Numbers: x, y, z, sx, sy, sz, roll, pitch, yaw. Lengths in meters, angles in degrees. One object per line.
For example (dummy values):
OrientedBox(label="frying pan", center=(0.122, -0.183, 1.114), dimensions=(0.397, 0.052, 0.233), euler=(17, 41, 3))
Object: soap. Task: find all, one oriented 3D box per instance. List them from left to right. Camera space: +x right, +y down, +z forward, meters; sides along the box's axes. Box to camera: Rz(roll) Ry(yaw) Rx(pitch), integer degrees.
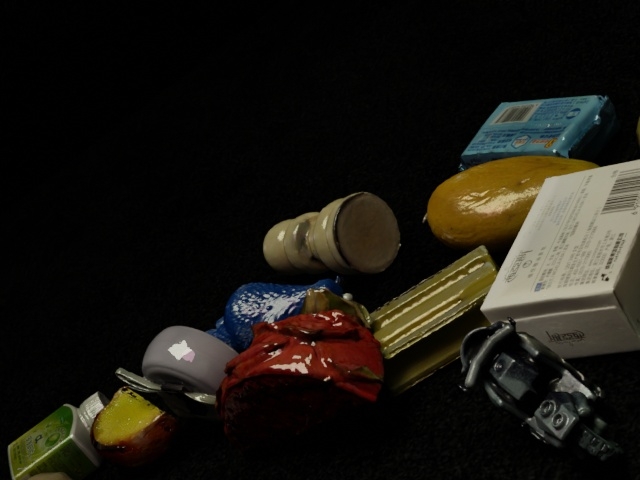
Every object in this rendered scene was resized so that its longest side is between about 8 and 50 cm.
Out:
OrientedBox(label="soap", center=(0.168, 0.116, 1.892), dimensions=(0.233, 0.076, 0.135), euler=(-31, 25, 11))
OrientedBox(label="soap", center=(0.353, -0.163, 2.154), dimensions=(0.156, 0.077, 0.293), euler=(-48, 27, -23))

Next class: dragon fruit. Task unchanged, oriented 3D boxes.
OrientedBox(label="dragon fruit", center=(-0.046, 0.159, 1.891), dimensions=(0.317, 0.152, 0.205), euler=(-32, 28, 44))

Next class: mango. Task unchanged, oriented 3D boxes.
OrientedBox(label="mango", center=(0.292, -0.058, 1.999), dimensions=(0.317, 0.119, 0.176), euler=(-14, 24, 29))

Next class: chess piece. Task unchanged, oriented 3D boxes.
OrientedBox(label="chess piece", center=(0.000, 0.000, 2.245), dimensions=(0.261, 0.143, 0.143), euler=(-8, 36, 51))

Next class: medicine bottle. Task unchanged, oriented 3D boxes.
OrientedBox(label="medicine bottle", center=(-0.423, 0.344, 2.211), dimensions=(0.188, 0.088, 0.132), euler=(-37, 24, -2))

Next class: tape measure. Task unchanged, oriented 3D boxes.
OrientedBox(label="tape measure", center=(-0.199, 0.216, 2.050), dimensions=(0.196, 0.178, 0.105), euler=(-5, 46, 48))

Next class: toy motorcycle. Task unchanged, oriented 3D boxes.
OrientedBox(label="toy motorcycle", center=(0.256, 0.177, 1.583), dimensions=(0.106, 0.159, 0.270), euler=(-55, 22, 7))

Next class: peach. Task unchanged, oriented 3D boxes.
OrientedBox(label="peach", center=(-0.285, 0.303, 2.108), dimensions=(0.172, 0.092, 0.127), euler=(-8, 44, 36))

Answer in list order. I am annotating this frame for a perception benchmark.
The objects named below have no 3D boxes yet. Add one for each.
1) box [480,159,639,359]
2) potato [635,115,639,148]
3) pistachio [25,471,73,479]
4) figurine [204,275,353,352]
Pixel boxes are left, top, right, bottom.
OrientedBox(label="box", center=(0.363, 0.026, 1.757), dimensions=(0.203, 0.116, 0.274), euler=(-12, 34, 41))
OrientedBox(label="potato", center=(0.562, -0.175, 1.825), dimensions=(0.251, 0.159, 0.174), euler=(-28, 58, -12))
OrientedBox(label="pistachio", center=(-0.415, 0.440, 1.985), dimensions=(0.238, 0.153, 0.138), euler=(-96, 23, -64))
OrientedBox(label="figurine", center=(-0.073, 0.117, 2.137), dimensions=(0.262, 0.121, 0.164), euler=(-26, 23, 13))
